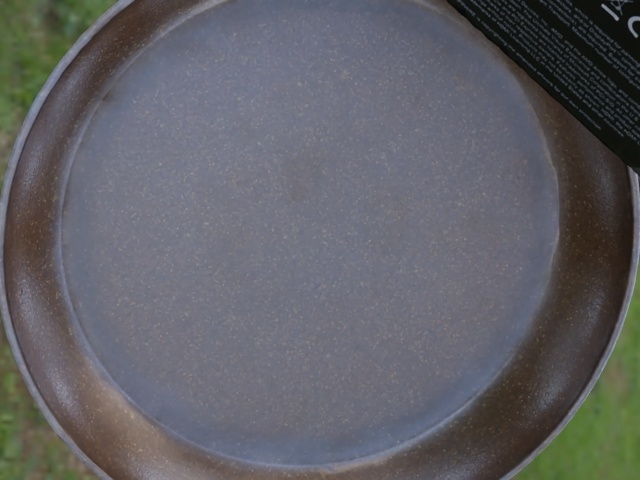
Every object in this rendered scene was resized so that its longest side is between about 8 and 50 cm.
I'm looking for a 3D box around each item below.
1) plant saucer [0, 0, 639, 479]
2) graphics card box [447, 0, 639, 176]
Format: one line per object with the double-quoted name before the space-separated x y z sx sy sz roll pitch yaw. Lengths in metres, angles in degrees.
"plant saucer" 0.000 0.000 0.824 0.050 0.310 0.311 -117 -161 -70
"graphics card box" 0.154 -0.149 0.448 0.094 0.233 0.371 -43 170 -30
